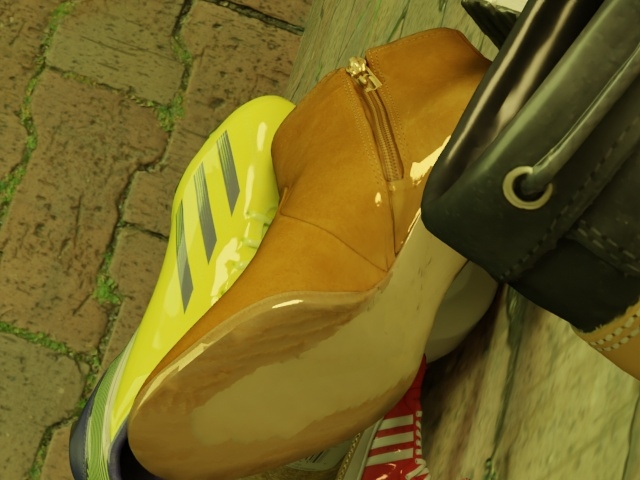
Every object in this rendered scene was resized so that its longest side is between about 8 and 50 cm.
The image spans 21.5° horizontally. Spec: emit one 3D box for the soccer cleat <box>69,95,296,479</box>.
[{"bbox_3d":[-0.066,0.047,1.074,0.121,0.093,0.289,22,86,61],"label":"soccer cleat"}]

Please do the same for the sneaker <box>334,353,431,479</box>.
[{"bbox_3d":[0.053,0.125,0.999,0.042,0.067,0.118,107,-171,-79],"label":"sneaker"}]

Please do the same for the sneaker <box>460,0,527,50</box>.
[{"bbox_3d":[0.148,-0.128,0.871,0.094,0.081,0.208,-49,17,-11],"label":"sneaker"}]

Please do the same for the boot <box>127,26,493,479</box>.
[{"bbox_3d":[0.000,-0.001,0.964,0.295,0.104,0.211,-33,34,-3],"label":"boot"}]

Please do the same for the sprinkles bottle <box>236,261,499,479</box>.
[{"bbox_3d":[0.012,0.079,1.185,0.355,0.121,0.121,121,166,-60],"label":"sprinkles bottle"}]

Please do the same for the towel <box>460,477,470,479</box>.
[{"bbox_3d":[0.036,0.292,0.763,0.329,0.037,0.237,-82,12,-59],"label":"towel"}]

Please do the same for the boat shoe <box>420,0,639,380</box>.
[{"bbox_3d":[0.170,-0.191,0.546,0.187,0.156,0.500,-132,63,-84],"label":"boat shoe"}]
